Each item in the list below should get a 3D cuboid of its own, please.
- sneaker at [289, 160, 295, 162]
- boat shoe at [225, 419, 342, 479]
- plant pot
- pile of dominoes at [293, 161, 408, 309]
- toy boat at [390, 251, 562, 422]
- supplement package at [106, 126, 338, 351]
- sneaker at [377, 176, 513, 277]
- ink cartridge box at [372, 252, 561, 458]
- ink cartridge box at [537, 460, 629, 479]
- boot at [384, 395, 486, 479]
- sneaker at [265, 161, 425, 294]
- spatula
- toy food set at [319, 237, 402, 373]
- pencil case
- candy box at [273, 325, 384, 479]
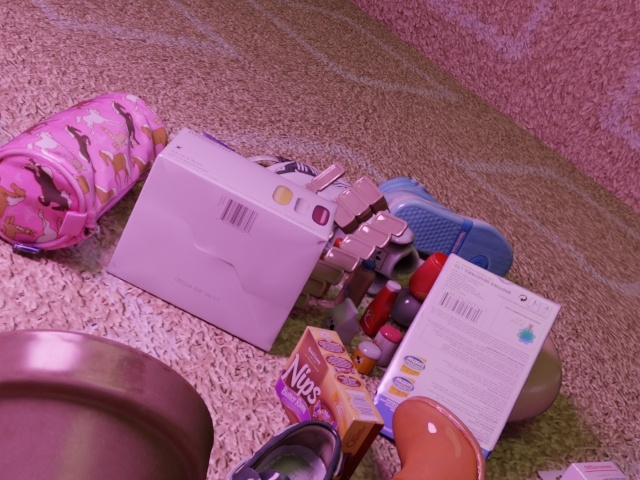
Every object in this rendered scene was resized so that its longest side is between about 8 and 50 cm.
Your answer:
[{"bbox_3d":[-0.053,-0.109,1.980,0.073,0.063,0.162,34,23,4],"label":"sneaker"},{"bbox_3d":[-0.061,0.284,1.108,0.114,0.091,0.302,31,23,6],"label":"boat shoe"},{"bbox_3d":[-0.228,0.240,0.848,0.263,0.263,0.229,21,41,-18],"label":"plant pot"},{"bbox_3d":[0.000,0.000,1.650,0.196,0.251,0.040,49,-5,35],"label":"pile of dominoes"},{"bbox_3d":[0.246,0.172,1.669,0.268,0.148,0.318,-9,50,-48],"label":"toy boat"},{"bbox_3d":[-0.138,-0.005,1.477,0.262,0.204,0.145,27,22,-4],"label":"supplement package"},{"bbox_3d":[0.244,-0.036,2.098,0.319,0.127,0.208,27,14,-26],"label":"sneaker"},{"bbox_3d":[0.206,0.186,1.489,0.186,0.065,0.311,27,61,11],"label":"ink cartridge box"},{"bbox_3d":[0.418,0.384,1.493,0.104,0.061,0.181,9,30,-40],"label":"ink cartridge box"},{"bbox_3d":[0.100,0.305,1.210,0.220,0.109,0.283,13,48,-41],"label":"boot"},{"bbox_3d":[0.032,-0.021,1.791,0.366,0.137,0.210,10,26,-45],"label":"sneaker"},{"bbox_3d":[-0.109,-0.161,2.062,0.297,0.030,0.084,11,30,-38],"label":"spatula"},{"bbox_3d":[0.069,0.103,1.619,0.111,0.104,0.232,16,26,-29],"label":"toy food set"},{"bbox_3d":[-0.354,-0.113,1.518,0.160,0.167,0.386,-8,19,12],"label":"pencil case"},{"bbox_3d":[0.008,0.211,1.319,0.053,0.109,0.186,14,28,-31],"label":"candy box"}]
